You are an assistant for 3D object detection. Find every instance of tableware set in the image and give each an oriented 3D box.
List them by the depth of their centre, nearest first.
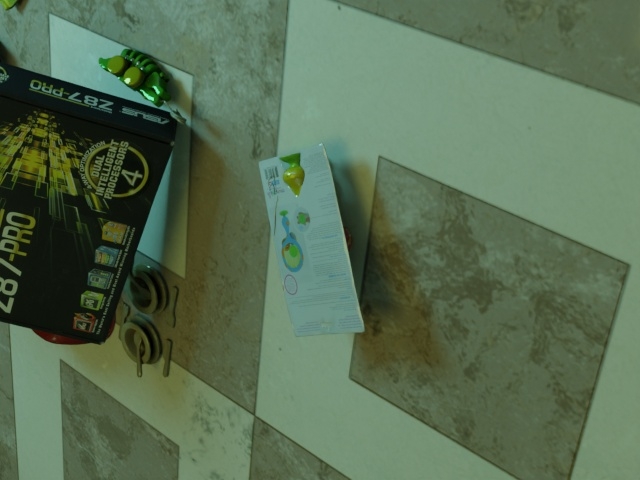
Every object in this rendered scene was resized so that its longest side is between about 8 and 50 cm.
[{"bbox_3d":[-0.296,0.126,1.660,0.128,0.039,0.194,33,128,29],"label":"tableware set"}]

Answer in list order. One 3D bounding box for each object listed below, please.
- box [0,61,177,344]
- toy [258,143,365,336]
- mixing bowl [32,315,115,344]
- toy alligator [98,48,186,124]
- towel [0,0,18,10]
[{"bbox_3d":[-0.416,-0.049,1.491,0.318,0.097,0.395,17,122,-15],"label":"box"},{"bbox_3d":[0.000,0.000,1.310,0.137,0.056,0.237,-10,96,49],"label":"toy"},{"bbox_3d":[-0.450,0.109,1.759,0.181,0.098,0.181,19,119,38],"label":"mixing bowl"},{"bbox_3d":[-0.242,-0.228,1.445,0.189,0.056,0.051,35,89,28],"label":"toy alligator"},{"bbox_3d":[-0.546,-0.480,1.595,0.237,0.021,0.102,51,135,-8],"label":"towel"}]
